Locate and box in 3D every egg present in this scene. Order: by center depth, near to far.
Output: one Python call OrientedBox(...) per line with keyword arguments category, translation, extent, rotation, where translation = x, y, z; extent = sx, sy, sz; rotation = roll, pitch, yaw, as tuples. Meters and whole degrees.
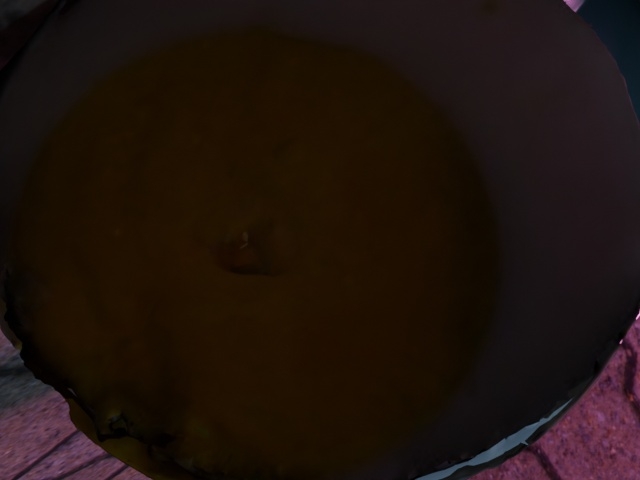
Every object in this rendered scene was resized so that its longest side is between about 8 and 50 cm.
OrientedBox(category="egg", translation=(0.000, 0.000, 0.829), extent=(0.337, 0.337, 0.201), rotation=(-31, 162, -4))

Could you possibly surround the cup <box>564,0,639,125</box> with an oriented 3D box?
OrientedBox(category="cup", translation=(0.126, -0.135, 0.992), extent=(0.299, 0.168, 0.173), rotation=(-11, 150, 12))
